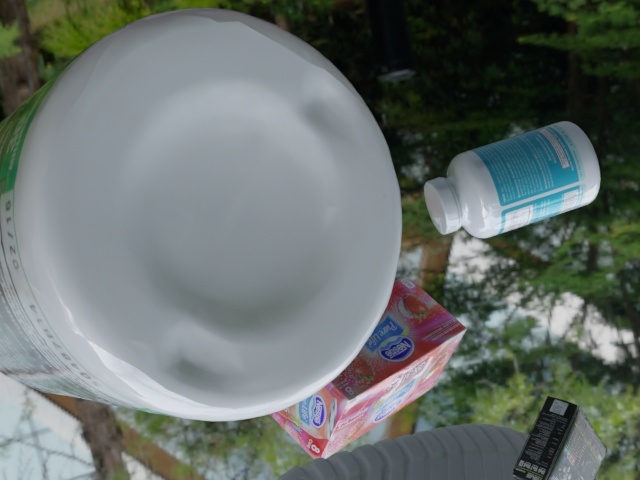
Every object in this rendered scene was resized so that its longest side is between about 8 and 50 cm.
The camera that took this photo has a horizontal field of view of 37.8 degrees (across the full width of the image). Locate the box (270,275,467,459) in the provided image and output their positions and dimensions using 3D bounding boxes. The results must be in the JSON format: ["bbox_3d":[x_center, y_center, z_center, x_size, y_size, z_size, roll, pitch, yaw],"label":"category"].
[{"bbox_3d":[0.069,0.194,1.463,0.142,0.154,0.300,42,-140,24],"label":"box"}]

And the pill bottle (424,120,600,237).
[{"bbox_3d":[0.307,-0.092,1.526,0.264,0.146,0.146,-17,-173,-9],"label":"pill bottle"}]

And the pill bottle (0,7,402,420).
[{"bbox_3d":[-0.129,0.001,0.594,0.204,0.204,0.361,-16,-177,-32],"label":"pill bottle"}]

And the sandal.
[{"bbox_3d":[0.133,0.310,1.105,0.416,0.102,0.169,1,-139,-16],"label":"sandal"}]

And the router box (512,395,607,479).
[{"bbox_3d":[0.250,0.230,0.969,0.038,0.122,0.092,14,-115,39],"label":"router box"}]
